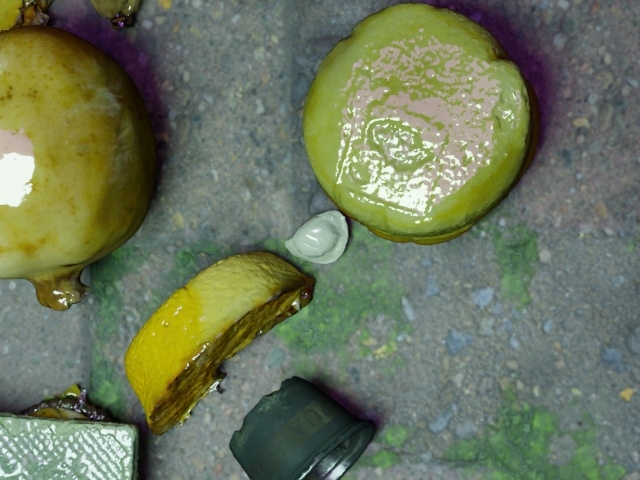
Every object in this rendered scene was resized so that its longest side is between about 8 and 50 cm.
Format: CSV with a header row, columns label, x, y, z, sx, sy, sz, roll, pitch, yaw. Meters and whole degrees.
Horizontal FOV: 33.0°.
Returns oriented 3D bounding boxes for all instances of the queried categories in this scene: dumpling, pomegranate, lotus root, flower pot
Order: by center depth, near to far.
label,x,y,z,sx,sy,sz,roll,pitch,yaw
pomegranate,-0.313,-0.095,1.187,0.307,0.307,0.307,0,88,8
flower pot,-0.028,0.227,1.213,0.107,0.157,0.157,43,94,21
dumpling,0.001,0.000,1.265,0.077,0.043,0.059,-36,106,2
lotus root,-0.250,-0.326,1.300,0.072,0.063,0.152,0,83,-30

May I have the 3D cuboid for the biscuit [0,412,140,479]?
label,x,y,z,sx,sy,sz,roll,pitch,yaw
biscuit,-0.328,0.266,1.198,0.252,0.052,0.150,5,91,6

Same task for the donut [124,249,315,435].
label,x,y,z,sx,sy,sz,roll,pitch,yaw
donut,-0.129,0.105,1.222,0.259,0.152,0.101,-41,76,2

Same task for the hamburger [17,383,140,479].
label,x,y,z,sx,sy,sz,roll,pitch,yaw
hamburger,-0.313,0.269,1.270,0.164,0.093,0.189,42,95,7

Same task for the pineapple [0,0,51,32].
label,x,y,z,sx,sy,sz,roll,pitch,yaw
pineapple,-0.384,-0.295,1.310,0.135,0.079,0.233,-6,87,5

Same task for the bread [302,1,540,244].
label,x,y,z,sx,sy,sz,roll,pitch,yaw
bread,0.107,-0.131,1.203,0.269,0.148,0.270,-1,87,12
